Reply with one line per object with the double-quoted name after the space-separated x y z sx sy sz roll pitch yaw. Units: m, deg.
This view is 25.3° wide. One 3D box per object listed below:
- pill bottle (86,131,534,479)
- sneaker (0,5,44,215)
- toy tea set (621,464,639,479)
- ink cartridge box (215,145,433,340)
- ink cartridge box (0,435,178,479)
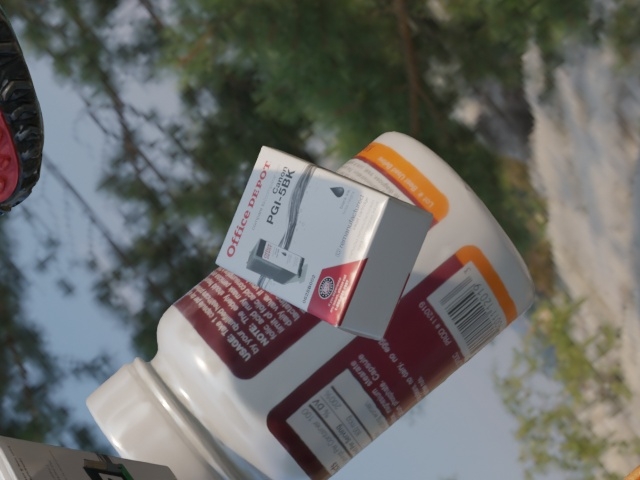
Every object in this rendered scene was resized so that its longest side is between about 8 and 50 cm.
-0.011 0.098 1.353 0.224 0.392 0.224 50 173 8 "pill bottle"
-0.211 -0.122 0.612 0.262 0.104 0.125 48 -171 -13 "sneaker"
0.177 0.079 0.601 0.124 0.200 0.336 52 -144 -6 "toy tea set"
0.000 0.000 1.020 0.135 0.099 0.056 24 -177 42 "ink cartridge box"
-0.212 0.244 1.099 0.092 0.160 0.219 54 -165 30 "ink cartridge box"
